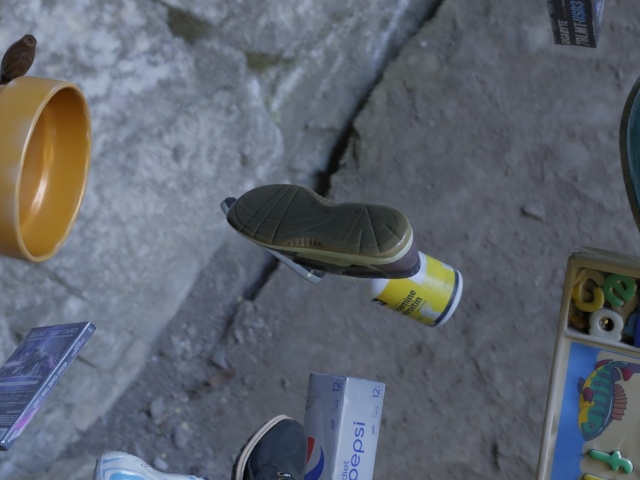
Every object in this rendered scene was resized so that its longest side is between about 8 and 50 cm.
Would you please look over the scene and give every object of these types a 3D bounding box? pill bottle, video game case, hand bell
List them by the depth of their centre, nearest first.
[{"bbox_3d":[-0.460,-0.220,1.537,0.242,0.126,0.126,-41,41,44],"label":"hand bell"},{"bbox_3d":[0.121,0.058,1.671,0.103,0.184,0.103,-56,19,30],"label":"pill bottle"},{"bbox_3d":[-0.536,0.259,1.914,0.196,0.026,0.274,-9,38,43],"label":"video game case"}]

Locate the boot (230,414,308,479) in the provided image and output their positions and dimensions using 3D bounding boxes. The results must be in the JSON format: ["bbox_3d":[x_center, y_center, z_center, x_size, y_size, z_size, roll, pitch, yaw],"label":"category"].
[{"bbox_3d":[-0.018,0.225,0.934,0.137,0.077,0.198,-29,29,38],"label":"boot"}]

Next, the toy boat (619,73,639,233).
[{"bbox_3d":[0.456,-0.105,1.045,0.318,0.148,0.268,-10,74,16],"label":"toy boat"}]

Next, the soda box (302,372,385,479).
[{"bbox_3d":[0.024,0.365,1.750,0.091,0.098,0.286,0,79,46],"label":"soda box"}]

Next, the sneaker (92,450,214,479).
[{"bbox_3d":[-0.218,0.358,1.476,0.085,0.237,0.086,-23,54,35],"label":"sneaker"}]

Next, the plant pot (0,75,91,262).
[{"bbox_3d":[-0.383,-0.093,1.204,0.187,0.205,0.205,12,65,7],"label":"plant pot"}]

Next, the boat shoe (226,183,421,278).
[{"bbox_3d":[0.001,-0.001,1.069,0.223,0.073,0.080,11,54,38],"label":"boat shoe"}]

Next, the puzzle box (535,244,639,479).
[{"bbox_3d":[0.395,0.226,1.229,0.272,0.052,0.409,11,111,22],"label":"puzzle box"}]

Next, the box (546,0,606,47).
[{"bbox_3d":[0.366,-0.450,1.449,0.073,0.293,0.296,10,83,19],"label":"box"}]

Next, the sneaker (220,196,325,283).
[{"bbox_3d":[-0.060,-0.034,1.872,0.118,0.222,0.083,-53,7,7],"label":"sneaker"}]
